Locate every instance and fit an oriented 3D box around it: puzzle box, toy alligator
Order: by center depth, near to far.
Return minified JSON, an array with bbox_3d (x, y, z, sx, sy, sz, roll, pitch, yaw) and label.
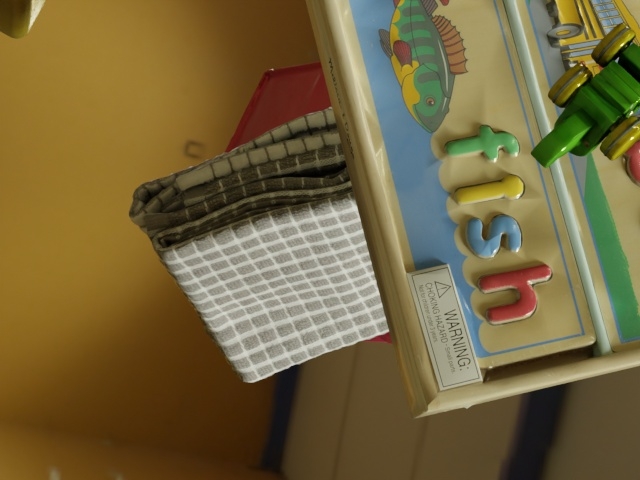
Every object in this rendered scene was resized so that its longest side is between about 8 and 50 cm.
[{"bbox_3d":[0.196,-0.103,0.832,0.189,0.056,0.051,-42,170,-11],"label":"toy alligator"},{"bbox_3d":[0.147,-0.101,0.969,0.052,0.272,0.409,127,-50,-74],"label":"puzzle box"}]

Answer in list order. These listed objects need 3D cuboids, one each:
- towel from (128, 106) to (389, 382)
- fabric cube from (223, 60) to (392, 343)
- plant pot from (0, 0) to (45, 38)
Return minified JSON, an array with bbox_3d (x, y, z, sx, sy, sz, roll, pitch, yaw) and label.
[{"bbox_3d":[0.000,0.000,1.229,0.235,0.283,0.121,60,12,-55],"label":"towel"},{"bbox_3d":[0.046,-0.045,1.649,0.259,0.258,0.254,1,-120,53],"label":"fabric cube"},{"bbox_3d":[-0.317,-0.352,1.299,0.212,0.212,0.187,-65,-167,-16],"label":"plant pot"}]
